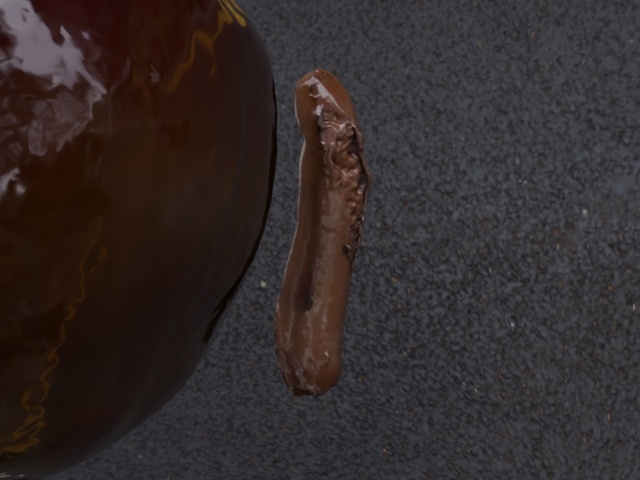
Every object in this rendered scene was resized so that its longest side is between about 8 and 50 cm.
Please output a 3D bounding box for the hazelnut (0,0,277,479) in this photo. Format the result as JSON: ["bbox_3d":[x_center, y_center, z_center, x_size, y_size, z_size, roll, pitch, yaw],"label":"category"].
[{"bbox_3d":[-0.179,-0.046,0.441,0.365,0.366,0.366,-8,64,17],"label":"hazelnut"}]

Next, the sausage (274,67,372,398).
[{"bbox_3d":[0.000,0.000,0.662,0.078,0.078,0.305,12,104,25],"label":"sausage"}]
